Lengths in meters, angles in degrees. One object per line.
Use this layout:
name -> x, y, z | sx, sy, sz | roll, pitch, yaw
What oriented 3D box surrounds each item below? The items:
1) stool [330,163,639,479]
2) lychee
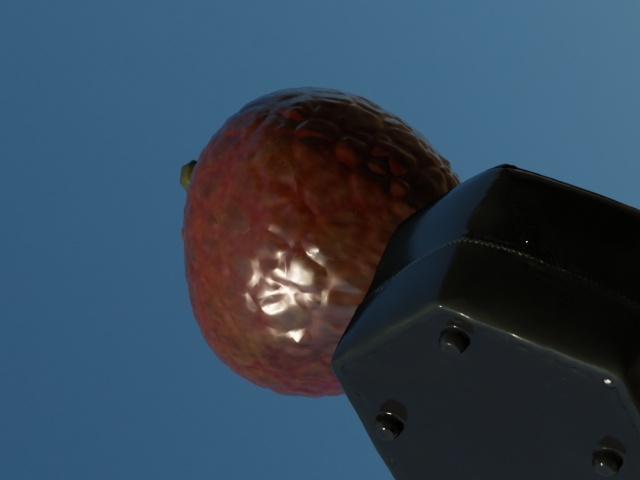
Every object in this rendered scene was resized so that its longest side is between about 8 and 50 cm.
stool -> 0.132, 0.074, 1.165 | 0.232, 0.232, 0.141 | 47, -132, -21
lychee -> 0.000, 0.000, 1.482 | 0.255, 0.255, 0.300 | 21, -174, -46
